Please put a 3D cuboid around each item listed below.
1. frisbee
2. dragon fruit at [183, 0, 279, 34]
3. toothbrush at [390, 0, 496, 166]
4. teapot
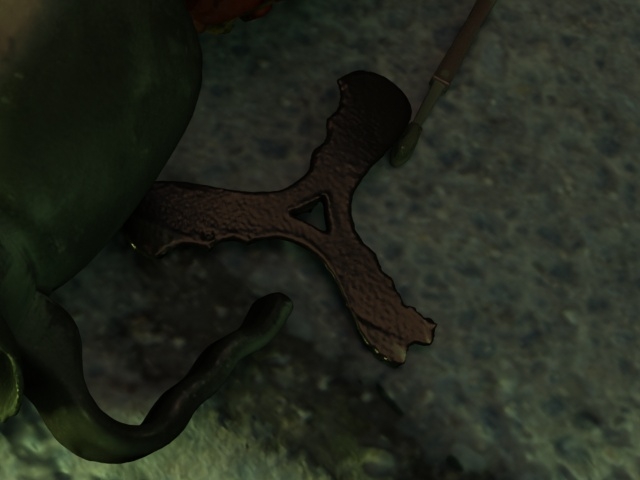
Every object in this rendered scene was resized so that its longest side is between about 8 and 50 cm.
[{"bbox_3d":[0.000,0.000,1.176,0.211,0.012,0.187,-25,70,-23],"label":"frisbee"},{"bbox_3d":[-0.050,-0.265,1.189,0.314,0.296,0.263,4,57,-3],"label":"dragon fruit"},{"bbox_3d":[0.087,-0.118,1.287,0.014,0.017,0.194,29,53,1],"label":"toothbrush"},{"bbox_3d":[-0.189,-0.005,1.052,0.223,0.305,0.285,-3,52,35],"label":"teapot"}]
